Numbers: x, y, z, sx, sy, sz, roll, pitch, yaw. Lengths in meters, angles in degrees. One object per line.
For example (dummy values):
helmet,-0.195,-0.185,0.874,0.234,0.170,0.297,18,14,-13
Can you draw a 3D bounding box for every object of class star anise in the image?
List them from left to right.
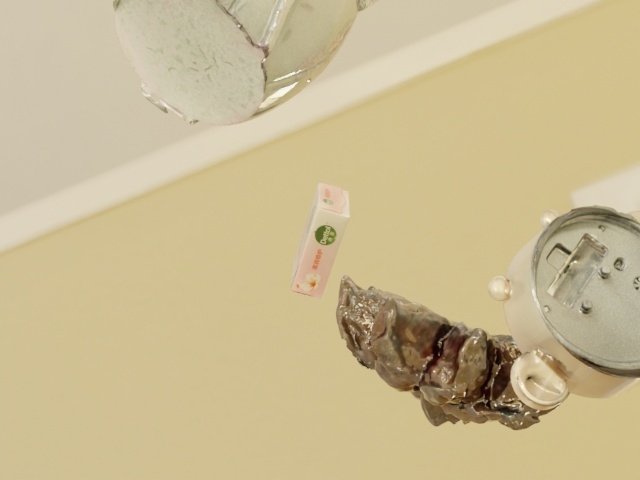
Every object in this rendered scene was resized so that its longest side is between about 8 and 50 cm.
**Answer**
star anise,0.120,0.119,1.477,0.236,0.109,0.223,23,-7,-26

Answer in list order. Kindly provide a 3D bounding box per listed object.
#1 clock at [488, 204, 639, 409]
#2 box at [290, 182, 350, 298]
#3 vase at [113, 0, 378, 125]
clock,0.229,0.048,1.319,0.155,0.063,0.229,43,56,0
box,0.000,0.000,2.055,0.089,0.043,0.125,-89,-164,-68
vase,-0.029,-0.321,1.751,0.445,0.250,0.250,-52,126,-38
